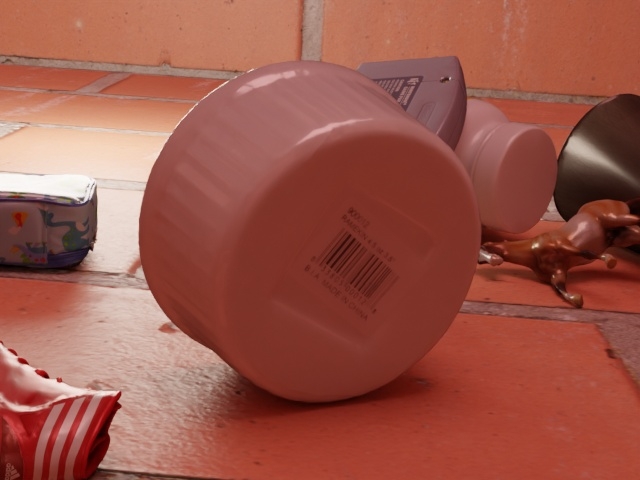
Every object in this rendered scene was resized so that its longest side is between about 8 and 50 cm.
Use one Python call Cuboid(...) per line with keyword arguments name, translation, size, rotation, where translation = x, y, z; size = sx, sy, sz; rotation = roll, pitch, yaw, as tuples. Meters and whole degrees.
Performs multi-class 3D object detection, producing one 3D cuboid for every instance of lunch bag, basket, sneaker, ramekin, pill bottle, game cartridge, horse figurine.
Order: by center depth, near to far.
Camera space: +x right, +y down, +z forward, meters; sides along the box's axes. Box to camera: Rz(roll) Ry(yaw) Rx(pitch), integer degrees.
Cuboid(name="sneaker", translation=(-0.220, 0.119, 0.856), size=(0.128, 0.087, 0.221), rotation=(6, 24, -26))
Cuboid(name="ramekin", translation=(0.000, 0.000, 0.979), size=(0.277, 0.277, 0.135), rotation=(-4, 23, -27))
Cuboid(name="lunch bag", translation=(-0.368, -0.030, 1.356), size=(0.219, 0.090, 0.176), rotation=(2, 15, -8))
Cuboid(name="horse figurine", translation=(0.327, -0.001, 1.391), size=(0.263, 0.066, 0.174), rotation=(-27, 22, -18))
Cuboid(name="game cartridge", translation=(0.074, -0.131, 1.471), size=(0.196, 0.060, 0.294), rotation=(-3, 39, 30))
Cuboid(name="basket", translation=(0.436, -0.067, 1.557), size=(0.154, 0.204, 0.227), rotation=(14, 18, -24))
Cuboid(name="pill bottle", translation=(0.148, -0.111, 1.616), size=(0.334, 0.188, 0.188), rotation=(16, 18, 42))
